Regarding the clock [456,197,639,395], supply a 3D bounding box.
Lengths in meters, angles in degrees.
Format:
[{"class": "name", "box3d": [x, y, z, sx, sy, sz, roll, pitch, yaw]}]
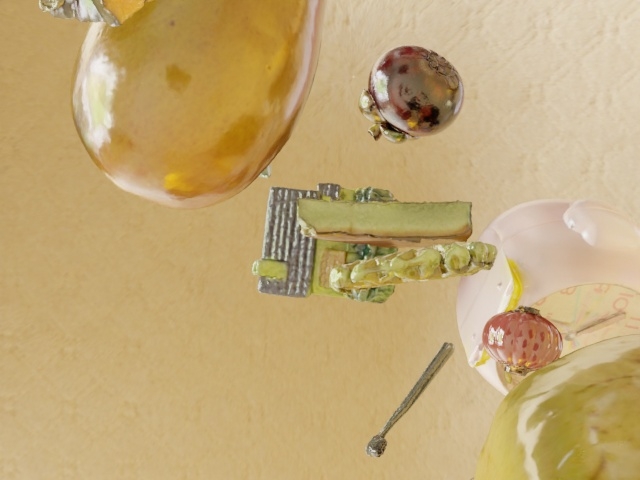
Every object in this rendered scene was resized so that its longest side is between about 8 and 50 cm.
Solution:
[{"class": "clock", "box3d": [0.419, 0.100, 1.536, 0.377, 0.250, 0.368, 11, 123, -14]}]

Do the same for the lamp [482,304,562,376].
[{"class": "lamp", "box3d": [0.271, 0.135, 1.281, 0.108, 0.107, 0.092, 15, 80, -1]}]

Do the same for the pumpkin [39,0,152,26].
[{"class": "pumpkin", "box3d": [-0.143, -0.159, 0.538, 0.054, 0.083, 0.074, -48, 131, -21]}]

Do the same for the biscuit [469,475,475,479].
[{"class": "biscuit", "box3d": [0.242, 0.465, 1.668, 0.154, 0.299, 0.045, -37, 74, -21]}]

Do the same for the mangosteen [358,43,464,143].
[{"class": "mangosteen", "box3d": [0.159, -0.254, 1.712, 0.200, 0.200, 0.199, 0, 100, 2]}]

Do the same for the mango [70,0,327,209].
[{"class": "mango", "box3d": [-0.092, -0.176, 0.807, 0.173, 0.211, 0.317, 35, 72, -39]}]

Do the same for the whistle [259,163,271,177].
[{"class": "whistle", "box3d": [-0.102, -0.229, 1.274, 0.062, 0.062, 0.312, 0, 118, 2]}]

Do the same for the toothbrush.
[{"class": "toothbrush", "box3d": [0.181, 0.305, 1.854, 0.297, 0.031, 0.030, -48, 122, -29]}]

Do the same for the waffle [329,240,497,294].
[{"class": "waffle", "box3d": [0.099, 0.030, 1.025, 0.184, 0.169, 0.036, -10, 84, 10]}]

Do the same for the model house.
[{"class": "model house", "box3d": [0.000, 0.000, 1.564, 0.212, 0.170, 0.193, 6, 90, -21]}]

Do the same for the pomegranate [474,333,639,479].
[{"class": "pomegranate", "box3d": [0.245, 0.215, 0.641, 0.333, 0.332, 0.332, 0, 100, 2]}]

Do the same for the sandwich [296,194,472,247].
[{"class": "sandwich", "box3d": [0.096, -0.018, 1.410, 0.245, 0.212, 0.063, 3, 84, 5]}]
